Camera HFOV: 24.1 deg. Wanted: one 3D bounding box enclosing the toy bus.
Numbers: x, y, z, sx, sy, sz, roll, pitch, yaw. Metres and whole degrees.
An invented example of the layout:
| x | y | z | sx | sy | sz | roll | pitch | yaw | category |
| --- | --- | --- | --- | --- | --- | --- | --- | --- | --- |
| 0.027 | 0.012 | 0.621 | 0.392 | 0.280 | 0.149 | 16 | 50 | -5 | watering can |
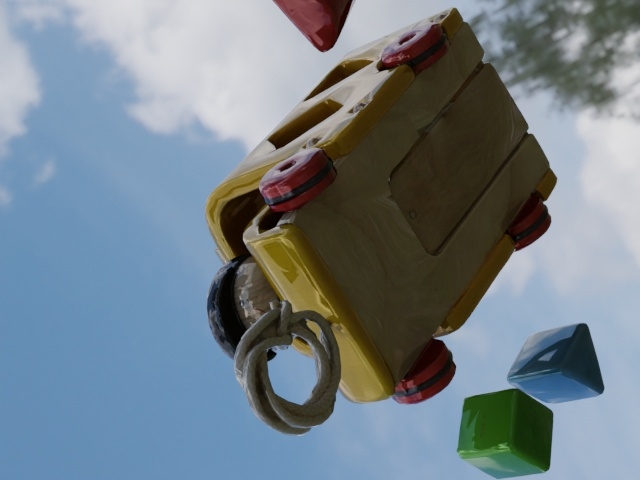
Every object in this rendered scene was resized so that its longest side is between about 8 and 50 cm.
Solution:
| x | y | z | sx | sy | sz | roll | pitch | yaw | category |
| --- | --- | --- | --- | --- | --- | --- | --- | --- | --- |
| 0.008 | -0.002 | 0.590 | 0.202 | 0.104 | 0.191 | 16 | -115 | -43 | toy bus |
